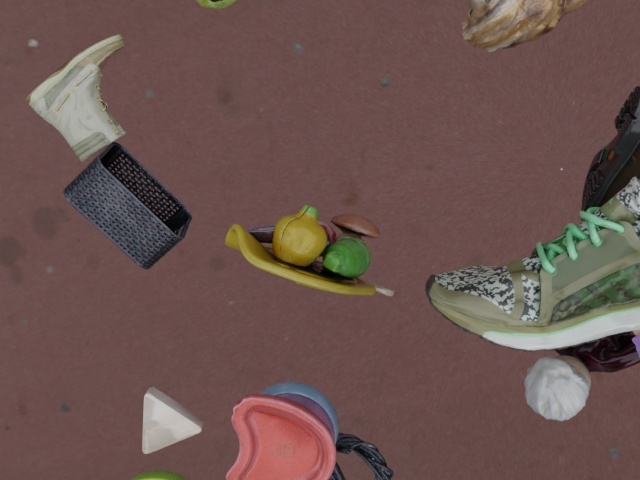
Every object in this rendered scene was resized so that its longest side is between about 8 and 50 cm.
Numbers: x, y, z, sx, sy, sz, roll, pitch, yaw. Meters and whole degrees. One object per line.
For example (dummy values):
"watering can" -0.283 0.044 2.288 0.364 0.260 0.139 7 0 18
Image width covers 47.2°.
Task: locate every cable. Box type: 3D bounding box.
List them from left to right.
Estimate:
"cable" 0.064 0.415 1.333 0.150 0.047 0.184 39 136 32

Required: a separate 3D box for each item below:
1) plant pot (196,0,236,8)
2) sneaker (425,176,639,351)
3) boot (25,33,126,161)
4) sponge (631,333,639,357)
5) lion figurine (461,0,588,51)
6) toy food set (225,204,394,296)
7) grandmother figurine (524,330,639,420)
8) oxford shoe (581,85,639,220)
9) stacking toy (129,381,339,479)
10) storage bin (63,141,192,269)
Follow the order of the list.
"plant pot" -0.171 -0.586 1.397 0.276 0.254 0.276 18 144 14
"sneaker" 0.325 0.011 0.850 0.410 0.158 0.182 -5 111 7
"boot" -0.415 -0.268 1.373 0.213 0.077 0.165 -40 105 -4
"sponge" 0.328 0.147 0.567 0.117 0.031 0.210 121 140 -55
"lion figurine" 0.425 -0.475 1.313 0.142 0.392 0.240 56 144 -8
"toy food set" 0.000 0.000 0.700 0.128 0.218 0.071 21 93 21
"grandmother figurine" 0.427 0.133 1.070 0.342 0.208 0.104 -39 101 -20
"oxford shoe" 0.386 -0.083 0.898 0.096 0.227 0.082 16 60 4
"stacking toy" -0.124 0.321 1.008 0.280 0.130 0.308 16 103 -1
"storage bin" -0.303 -0.056 1.169 0.084 0.122 0.180 -41 107 14
